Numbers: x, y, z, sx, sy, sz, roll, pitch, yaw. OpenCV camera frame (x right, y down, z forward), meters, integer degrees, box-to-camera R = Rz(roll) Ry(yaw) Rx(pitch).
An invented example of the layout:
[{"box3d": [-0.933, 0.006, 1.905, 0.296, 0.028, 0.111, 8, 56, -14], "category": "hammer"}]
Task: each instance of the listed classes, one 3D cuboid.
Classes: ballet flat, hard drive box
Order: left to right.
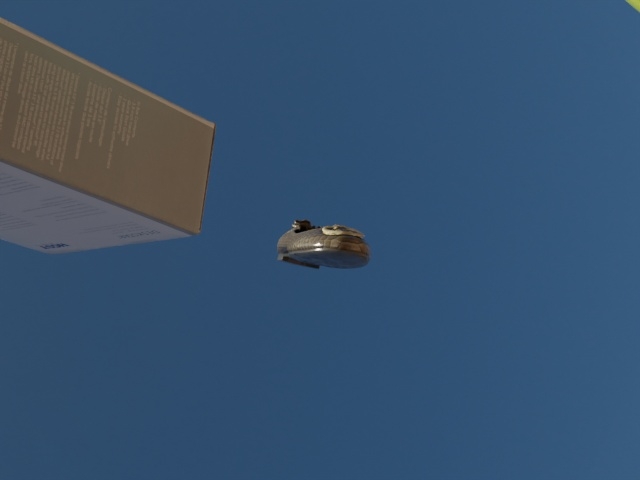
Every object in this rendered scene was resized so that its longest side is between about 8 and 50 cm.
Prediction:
[{"box3d": [-0.220, -0.067, 0.722, 0.232, 0.181, 0.089, 24, -113, -47], "category": "hard drive box"}, {"box3d": [0.000, 0.000, 1.201, 0.084, 0.250, 0.058, 14, -95, -11], "category": "ballet flat"}]

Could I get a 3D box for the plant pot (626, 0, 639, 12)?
[{"box3d": [0.201, -0.207, 0.430, 0.207, 0.228, 0.227, -45, -28, 8], "category": "plant pot"}]
